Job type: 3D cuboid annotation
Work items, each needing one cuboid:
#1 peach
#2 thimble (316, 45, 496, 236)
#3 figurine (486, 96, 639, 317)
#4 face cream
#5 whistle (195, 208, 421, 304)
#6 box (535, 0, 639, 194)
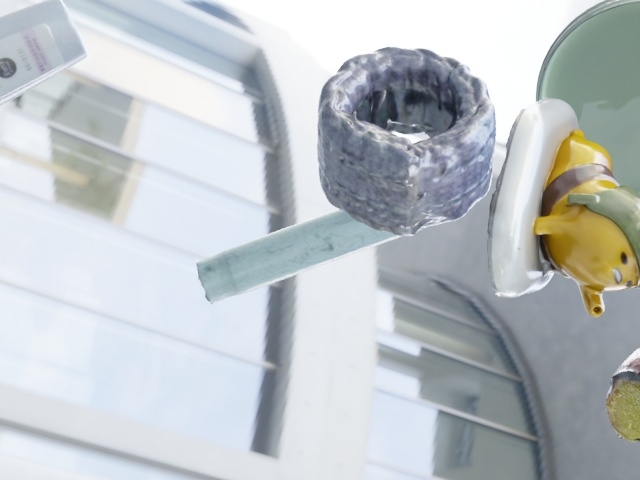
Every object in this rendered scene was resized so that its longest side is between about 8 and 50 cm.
[{"bbox_3d":[0.375,0.166,1.372,0.092,0.127,0.172,-41,172,-18],"label":"peach"},{"bbox_3d":[0.070,-0.085,1.082,0.097,0.150,0.150,88,-2,-50],"label":"thimble"},{"bbox_3d":[0.247,-0.039,1.152,0.141,0.166,0.250,3,-138,24],"label":"figurine"},{"bbox_3d":[-0.330,-0.167,1.263,0.198,0.084,0.057,-28,-144,-9],"label":"face cream"},{"bbox_3d":[0.000,0.000,1.585,0.312,0.062,0.062,-20,-139,4],"label":"whistle"},{"bbox_3d":[0.341,-0.165,1.336,0.226,0.226,0.149,-51,-174,31],"label":"box"}]
